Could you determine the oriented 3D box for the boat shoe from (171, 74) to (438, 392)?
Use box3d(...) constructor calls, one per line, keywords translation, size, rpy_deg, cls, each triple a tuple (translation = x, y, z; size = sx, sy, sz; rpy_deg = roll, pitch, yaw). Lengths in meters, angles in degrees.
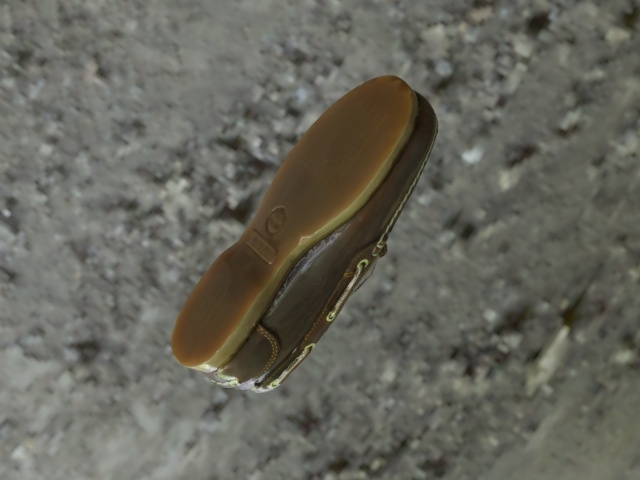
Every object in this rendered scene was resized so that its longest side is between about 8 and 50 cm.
box3d(translation=(0.000, 0.000, 0.905), size=(0.073, 0.073, 0.207), rpy_deg=(29, 107, -40), cls="boat shoe")
